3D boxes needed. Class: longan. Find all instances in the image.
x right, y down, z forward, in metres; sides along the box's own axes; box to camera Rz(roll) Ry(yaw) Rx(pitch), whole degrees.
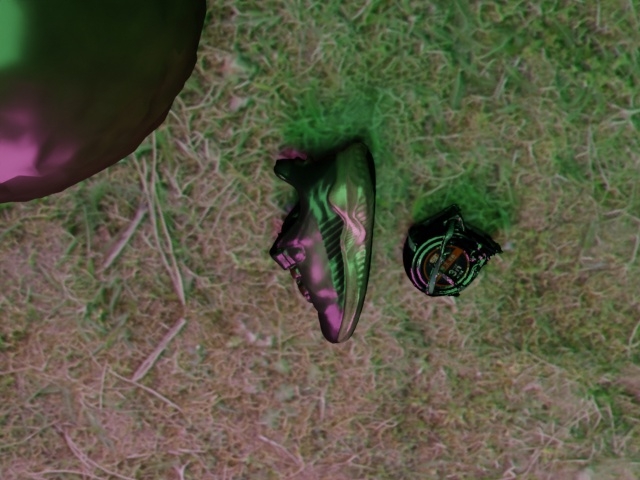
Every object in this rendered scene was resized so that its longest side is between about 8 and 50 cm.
[{"bbox_3d":[-0.320,-0.231,1.736,0.404,0.404,0.436,-34,121,16],"label":"longan"}]

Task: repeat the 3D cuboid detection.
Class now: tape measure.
[{"bbox_3d":[0.134,0.014,2.097,0.094,0.054,0.091,-42,113,12],"label":"tape measure"}]

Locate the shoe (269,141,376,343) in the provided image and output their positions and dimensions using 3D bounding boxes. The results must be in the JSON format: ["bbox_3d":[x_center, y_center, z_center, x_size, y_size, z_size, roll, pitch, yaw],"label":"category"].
[{"bbox_3d":[0.000,0.000,2.064,0.112,0.099,0.227,7,116,1],"label":"shoe"}]
